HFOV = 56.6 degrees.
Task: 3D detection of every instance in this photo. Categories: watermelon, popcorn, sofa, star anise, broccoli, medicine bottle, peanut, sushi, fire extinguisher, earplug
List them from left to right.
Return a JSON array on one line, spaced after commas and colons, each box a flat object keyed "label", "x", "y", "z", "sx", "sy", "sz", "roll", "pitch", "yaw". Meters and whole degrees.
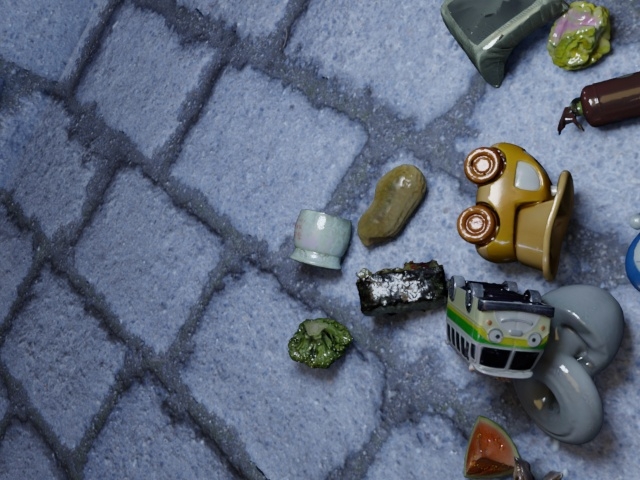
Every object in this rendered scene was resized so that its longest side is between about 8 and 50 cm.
[{"label": "medicine bottle", "x": 0.000, "y": 0.000, "z": 1.549, "sx": 0.147, "sy": 0.147, "sz": 0.143, "roll": 14, "pitch": 90, "yaw": 32}, {"label": "broccoli", "x": 0.002, "y": 0.255, "z": 1.511, "sx": 0.162, "sy": 0.138, "sz": 0.145, "roll": 11, "pitch": 56, "yaw": 20}, {"label": "peanut", "x": 0.172, "y": -0.087, "z": 1.491, "sx": 0.120, "sy": 0.110, "sz": 0.236, "roll": 38, "pitch": 109, "yaw": 8}, {"label": "sushi", "x": 0.197, "y": 0.117, "z": 1.428, "sx": 0.213, "sy": 0.147, "sz": 0.114, "roll": -12, "pitch": 68, "yaw": 10}, {"label": "watermelon", "x": 0.354, "y": 0.450, "z": 1.288, "sx": 0.125, "sy": 0.094, "sz": 0.135, "roll": -19, "pitch": 75, "yaw": 28}, {"label": "sofa", "x": 0.423, "y": -0.514, "z": 1.379, "sx": 0.225, "sy": 0.176, "sz": 0.210, "roll": -38, "pitch": 64, "yaw": 19}, {"label": "star anise", "x": 0.428, "y": 0.543, "z": 1.234, "sx": 0.172, "sy": 0.063, "sz": 0.207, "roll": -6, "pitch": 98, "yaw": 34}, {"label": "earplug", "x": 0.503, "y": 0.246, "z": 1.203, "sx": 0.214, "sy": 0.175, "sz": 0.325, "roll": 19, "pitch": 98, "yaw": 63}, {"label": "popcorn", "x": 0.571, "y": -0.451, "z": 1.314, "sx": 0.126, "sy": 0.126, "sz": 0.145, "roll": 30, "pitch": 125, "yaw": 45}, {"label": "fire extinguisher", "x": 0.665, "y": -0.292, "z": 1.227, "sx": 0.341, "sy": 0.105, "sz": 0.141, "roll": -12, "pitch": 37, "yaw": 25}]

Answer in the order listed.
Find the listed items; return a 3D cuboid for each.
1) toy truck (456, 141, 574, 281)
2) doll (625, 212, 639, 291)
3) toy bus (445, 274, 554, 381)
[{"label": "toy truck", "x": 0.420, "y": -0.066, "z": 1.282, "sx": 0.212, "sy": 0.204, "sz": 0.287, "roll": 7, "pitch": 85, "yaw": 28}, {"label": "doll", "x": 0.696, "y": -0.005, "z": 1.140, "sx": 0.215, "sy": 0.161, "sz": 0.256, "roll": 14, "pitch": 84, "yaw": 6}, {"label": "toy bus", "x": 0.348, "y": 0.175, "z": 1.217, "sx": 0.143, "sy": 0.305, "sz": 0.178, "roll": 6, "pitch": 93, "yaw": -1}]
